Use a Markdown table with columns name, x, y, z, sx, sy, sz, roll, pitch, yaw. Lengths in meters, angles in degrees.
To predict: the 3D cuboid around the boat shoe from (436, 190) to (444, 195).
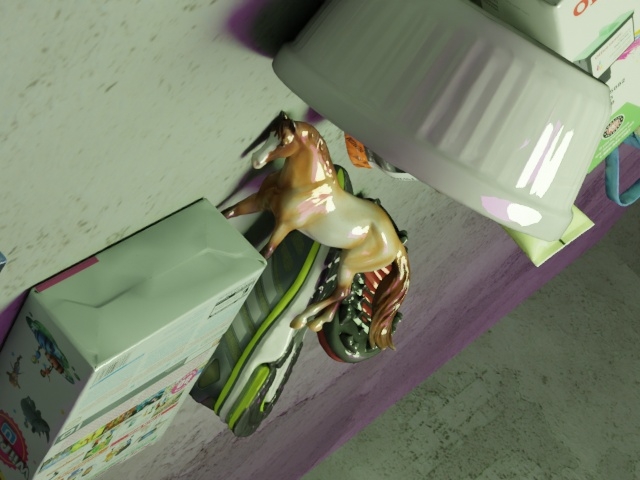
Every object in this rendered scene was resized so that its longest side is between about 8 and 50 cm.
| name | x | y | z | sx | sy | sz | roll | pitch | yaw |
| --- | --- | --- | --- | --- | --- | --- | --- | --- | --- |
| boat shoe | 0.196 | -0.175 | 1.662 | 0.302 | 0.098 | 0.109 | -51 | 165 | 30 |

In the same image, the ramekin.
| name | x | y | z | sx | sy | sz | roll | pitch | yaw |
| --- | --- | --- | --- | --- | --- | --- | --- | --- | --- |
| ramekin | 0.107 | -0.123 | 1.219 | 0.127 | 0.273 | 0.273 | -60 | 164 | 12 |

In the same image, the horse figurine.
| name | x | y | z | sx | sy | sz | roll | pitch | yaw |
| --- | --- | --- | --- | --- | --- | --- | --- | --- | --- |
| horse figurine | 0.000 | 0.000 | 1.469 | 0.174 | 0.263 | 0.066 | -47 | -149 | 13 |

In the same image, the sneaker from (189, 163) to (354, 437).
| name | x | y | z | sx | sy | sz | roll | pitch | yaw |
| --- | --- | --- | --- | --- | --- | --- | --- | --- | --- |
| sneaker | -0.059 | 0.048 | 1.597 | 0.300 | 0.121 | 0.111 | -62 | 168 | -6 |

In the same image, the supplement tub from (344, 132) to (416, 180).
| name | x | y | z | sx | sy | sz | roll | pitch | yaw |
| --- | --- | --- | --- | --- | --- | --- | --- | --- | --- |
| supplement tub | 0.124 | -0.113 | 1.416 | 0.190 | 0.117 | 0.117 | 0 | 180 | 17 |

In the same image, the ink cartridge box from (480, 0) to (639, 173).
| name | x | y | z | sx | sy | sz | roll | pitch | yaw |
| --- | --- | --- | --- | --- | --- | --- | --- | --- | --- |
| ink cartridge box | 0.273 | -0.230 | 1.491 | 0.201 | 0.117 | 0.278 | -42 | 147 | -11 |

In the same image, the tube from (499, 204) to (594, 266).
| name | x | y | z | sx | sy | sz | roll | pitch | yaw |
| --- | --- | --- | --- | --- | --- | --- | --- | --- | --- |
| tube | 0.165 | -0.078 | 1.560 | 0.070 | 0.240 | 0.062 | -46 | 165 | 7 |

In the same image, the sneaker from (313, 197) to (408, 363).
| name | x | y | z | sx | sy | sz | roll | pitch | yaw |
| --- | --- | --- | --- | --- | --- | --- | --- | --- | --- |
| sneaker | 0.022 | 0.062 | 1.746 | 0.135 | 0.097 | 0.276 | -30 | -157 | 23 |

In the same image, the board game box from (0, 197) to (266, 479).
| name | x | y | z | sx | sy | sz | roll | pitch | yaw |
| --- | --- | --- | --- | --- | --- | --- | --- | --- | --- |
| board game box | -0.202 | 0.123 | 1.412 | 0.224 | 0.097 | 0.303 | -30 | 160 | -44 |

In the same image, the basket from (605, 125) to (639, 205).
| name | x | y | z | sx | sy | sz | roll | pitch | yaw |
| --- | --- | --- | --- | --- | --- | --- | --- | --- | --- |
| basket | 0.486 | -0.212 | 2.129 | 0.255 | 0.201 | 0.289 | -38 | 135 | -21 |

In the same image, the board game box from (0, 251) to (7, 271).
| name | x | y | z | sx | sy | sz | roll | pitch | yaw |
| --- | --- | --- | --- | --- | --- | --- | --- | --- | --- |
| board game box | -0.333 | 0.084 | 1.003 | 0.243 | 0.042 | 0.165 | -26 | 158 | -53 |
